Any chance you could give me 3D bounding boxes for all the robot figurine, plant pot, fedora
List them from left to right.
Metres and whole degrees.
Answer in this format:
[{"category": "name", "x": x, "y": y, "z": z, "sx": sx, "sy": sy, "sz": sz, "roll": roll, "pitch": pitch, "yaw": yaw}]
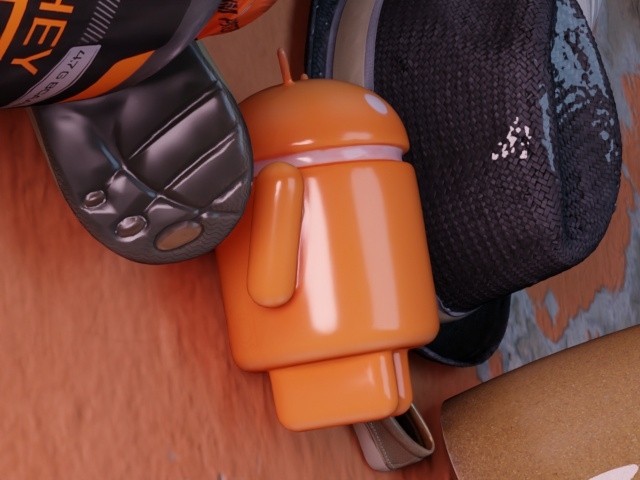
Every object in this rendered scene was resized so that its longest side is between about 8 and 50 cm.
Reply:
[{"category": "robot figurine", "x": 0.000, "y": 0.000, "z": 0.998, "sx": 0.158, "sy": 0.128, "sz": 0.219, "roll": -4, "pitch": 82, "yaw": -38}, {"category": "fedora", "x": 0.122, "y": -0.081, "z": 1.210, "sx": 0.334, "sy": 0.152, "sz": 0.334, "roll": 29, "pitch": 55, "yaw": -53}, {"category": "plant pot", "x": 0.254, "y": 0.149, "z": 1.167, "sx": 0.237, "sy": 0.254, "sz": 0.237, "roll": 54, "pitch": 13, "yaw": -18}]

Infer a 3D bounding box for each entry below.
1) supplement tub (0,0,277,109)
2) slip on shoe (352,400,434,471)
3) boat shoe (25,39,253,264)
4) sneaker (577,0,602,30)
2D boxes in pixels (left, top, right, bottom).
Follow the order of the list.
[{"category": "supplement tub", "x": -0.169, "y": -0.147, "z": 0.631, "sx": 0.338, "sy": 0.207, "sz": 0.207, "roll": -13, "pitch": 90, "yaw": -45}, {"category": "slip on shoe", "x": 0.033, "y": 0.091, "z": 1.104, "sx": 0.051, "sy": 0.041, "sz": 0.135, "roll": -47, "pitch": 119, "yaw": -55}, {"category": "boat shoe", "x": -0.130, "y": -0.144, "z": 0.870, "sx": 0.120, "sy": 0.122, "sz": 0.324, "roll": -112, "pitch": -176, "yaw": -80}, {"category": "sneaker", "x": 0.153, "y": -0.259, "z": 1.355, "sx": 0.305, "sy": 0.114, "sz": 0.152, "roll": 55, "pitch": 30, "yaw": -32}]
